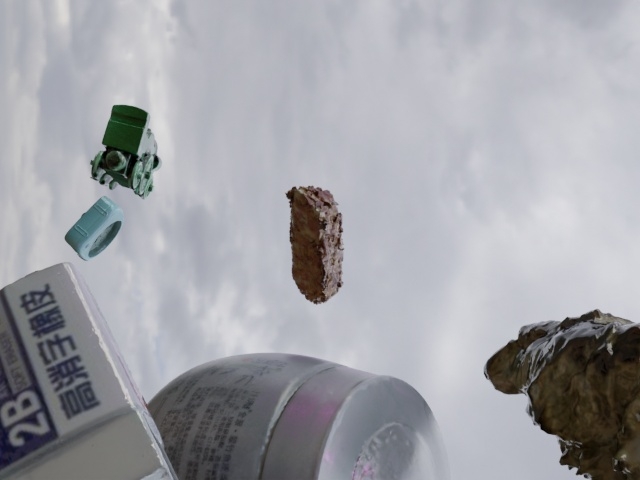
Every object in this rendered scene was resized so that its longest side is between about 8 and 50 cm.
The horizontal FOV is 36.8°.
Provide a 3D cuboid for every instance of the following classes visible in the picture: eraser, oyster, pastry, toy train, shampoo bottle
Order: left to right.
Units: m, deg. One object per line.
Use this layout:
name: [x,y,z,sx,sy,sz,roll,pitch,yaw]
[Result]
eraser: [-0.185,0.118,0.649,0.210,0.125,0.068,52,-17,43]
toy train: [-0.258,-0.115,1.298,0.178,0.071,0.104,114,-10,-84]
shampoo bottle: [-0.035,0.241,0.895,0.266,0.273,0.272,-5,-93,33]
pastry: [-0.002,-0.001,1.171,0.087,0.063,0.169,39,-37,37]
oyster: [0.281,0.131,0.947,0.133,0.198,0.337,59,-10,-4]

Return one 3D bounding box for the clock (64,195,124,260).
clock: [-0.395,-0.013,1.700,0.045,0.108,0.147,40,-16,6]
